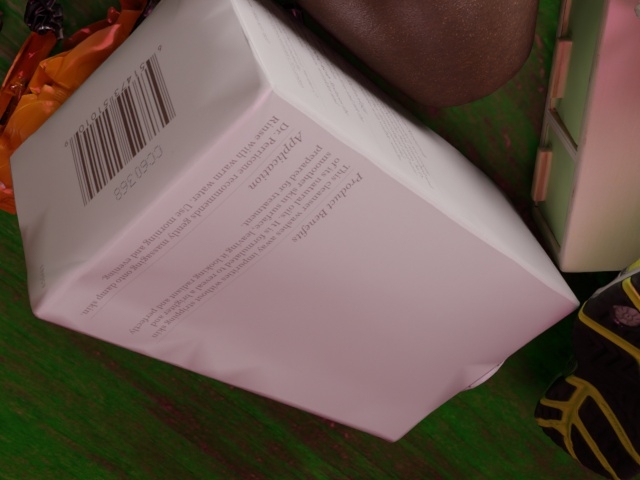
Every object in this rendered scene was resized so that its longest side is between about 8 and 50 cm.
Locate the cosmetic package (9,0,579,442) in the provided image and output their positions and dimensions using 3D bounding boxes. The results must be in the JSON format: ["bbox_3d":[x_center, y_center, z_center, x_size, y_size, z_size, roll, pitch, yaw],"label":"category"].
[{"bbox_3d":[0.000,0.000,0.644,0.217,0.156,0.385,-39,138,18],"label":"cosmetic package"}]

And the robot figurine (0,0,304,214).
[{"bbox_3d":[-0.146,-0.118,0.664,0.211,0.085,0.291,29,117,-21],"label":"robot figurine"}]

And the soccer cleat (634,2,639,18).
[{"bbox_3d":[0.222,-0.288,0.504,0.143,0.116,0.332,-14,96,-2],"label":"soccer cleat"}]

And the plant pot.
[{"bbox_3d":[0.061,-0.205,0.569,0.215,0.215,0.230,-25,135,12],"label":"plant pot"}]

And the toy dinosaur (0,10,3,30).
[{"bbox_3d":[-0.320,-0.204,0.579,0.200,0.127,0.296,26,112,-12],"label":"toy dinosaur"}]

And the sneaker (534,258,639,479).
[{"bbox_3d":[0.296,0.077,0.731,0.145,0.147,0.385,39,155,12],"label":"sneaker"}]

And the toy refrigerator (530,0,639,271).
[{"bbox_3d":[0.234,-0.113,0.686,0.094,0.102,0.270,-3,124,-3],"label":"toy refrigerator"}]
